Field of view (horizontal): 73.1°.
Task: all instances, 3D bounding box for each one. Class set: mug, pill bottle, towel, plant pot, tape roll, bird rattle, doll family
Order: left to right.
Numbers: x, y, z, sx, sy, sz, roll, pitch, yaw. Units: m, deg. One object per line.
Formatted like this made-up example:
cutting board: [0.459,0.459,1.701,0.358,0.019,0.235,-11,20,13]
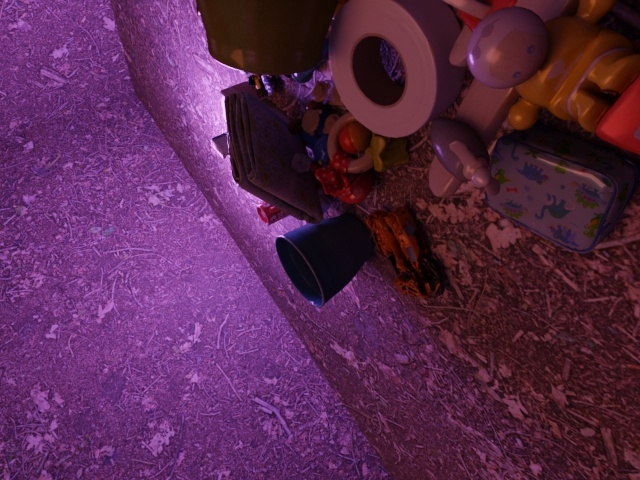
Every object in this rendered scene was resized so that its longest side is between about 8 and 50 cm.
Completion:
doll family: [-0.193,-0.538,1.450,0.193,0.076,0.111,10,122,55]
plant pot: [-0.101,-0.522,0.805,0.366,0.366,0.353,43,141,34]
towel: [-0.137,-0.240,1.308,0.374,0.090,0.321,25,-133,-54]
mug: [-0.163,-0.146,1.732,0.113,0.169,0.150,52,157,18]
pill bottle: [-0.058,-0.185,1.533,0.215,0.117,0.117,53,157,14]
plant pot: [0.028,0.045,1.455,0.272,0.255,0.272,47,155,29]
bird rattle: [0.093,-0.227,1.102,0.253,0.143,0.207,-22,71,38]
tape roll: [0.146,-0.360,0.881,0.286,0.100,0.286,38,150,27]

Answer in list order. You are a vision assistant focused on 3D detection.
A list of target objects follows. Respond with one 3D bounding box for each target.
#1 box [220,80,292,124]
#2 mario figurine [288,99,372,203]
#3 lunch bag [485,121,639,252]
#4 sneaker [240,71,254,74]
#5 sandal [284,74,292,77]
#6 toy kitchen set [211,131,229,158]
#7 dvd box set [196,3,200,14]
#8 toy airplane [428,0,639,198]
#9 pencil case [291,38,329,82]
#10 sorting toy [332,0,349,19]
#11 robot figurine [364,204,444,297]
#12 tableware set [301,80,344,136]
box: [-0.232,-0.435,1.582,0.311,0.121,0.148,47,154,27]
mario figurine: [0.028,-0.244,1.224,0.320,0.170,0.198,56,155,12]
lunch bag: [0.397,-0.090,0.741,0.219,0.090,0.176,39,149,40]
sneaker: [-0.166,-0.566,1.074,0.410,0.182,0.158,32,-121,-77]
sandal: [-0.086,-0.534,1.263,0.067,0.040,0.179,60,157,-4]
toy kitchen set: [-0.298,-0.319,1.483,0.122,0.166,0.207,53,157,13]
dvd box set: [-0.249,-0.805,1.094,0.420,0.062,0.308,10,102,62]
toy airplane: [0.272,-0.256,0.556,0.384,0.272,0.386,0,101,53]
pencil case: [-0.025,-0.485,1.167,0.070,0.064,0.151,25,166,-21]
sorting toy: [0.070,-0.552,0.922,0.208,0.038,0.193,44,153,34]
robot figurine: [0.241,0.045,1.237,0.291,0.085,0.211,64,158,-10]
tableware set: [0.015,-0.362,1.179,0.141,0.020,0.169,27,105,36]
